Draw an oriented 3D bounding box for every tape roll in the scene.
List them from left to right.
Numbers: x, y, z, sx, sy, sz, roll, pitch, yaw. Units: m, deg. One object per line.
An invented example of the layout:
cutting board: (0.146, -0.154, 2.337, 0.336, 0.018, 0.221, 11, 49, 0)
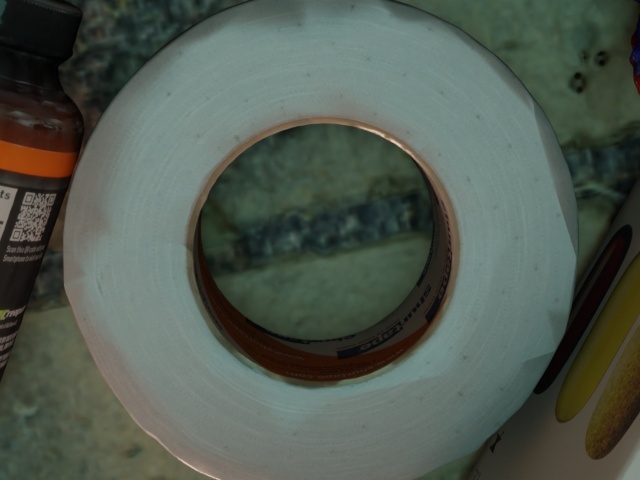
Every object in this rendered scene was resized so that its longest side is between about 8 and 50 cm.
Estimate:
tape roll: (0.000, 0.000, 0.571, 0.219, 0.072, 0.219, 0, 100, -2)

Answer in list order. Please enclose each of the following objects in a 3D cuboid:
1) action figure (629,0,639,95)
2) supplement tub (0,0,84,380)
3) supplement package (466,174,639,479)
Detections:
action figure: (0.091, -0.125, 0.519, 0.280, 0.139, 0.091, 22, 124, -9)
supplement tub: (-0.164, -0.016, 0.544, 0.106, 0.106, 0.198, 20, 98, -6)
supplement package: (0.168, 0.093, 0.560, 0.133, 0.139, 0.244, 27, 97, -11)
